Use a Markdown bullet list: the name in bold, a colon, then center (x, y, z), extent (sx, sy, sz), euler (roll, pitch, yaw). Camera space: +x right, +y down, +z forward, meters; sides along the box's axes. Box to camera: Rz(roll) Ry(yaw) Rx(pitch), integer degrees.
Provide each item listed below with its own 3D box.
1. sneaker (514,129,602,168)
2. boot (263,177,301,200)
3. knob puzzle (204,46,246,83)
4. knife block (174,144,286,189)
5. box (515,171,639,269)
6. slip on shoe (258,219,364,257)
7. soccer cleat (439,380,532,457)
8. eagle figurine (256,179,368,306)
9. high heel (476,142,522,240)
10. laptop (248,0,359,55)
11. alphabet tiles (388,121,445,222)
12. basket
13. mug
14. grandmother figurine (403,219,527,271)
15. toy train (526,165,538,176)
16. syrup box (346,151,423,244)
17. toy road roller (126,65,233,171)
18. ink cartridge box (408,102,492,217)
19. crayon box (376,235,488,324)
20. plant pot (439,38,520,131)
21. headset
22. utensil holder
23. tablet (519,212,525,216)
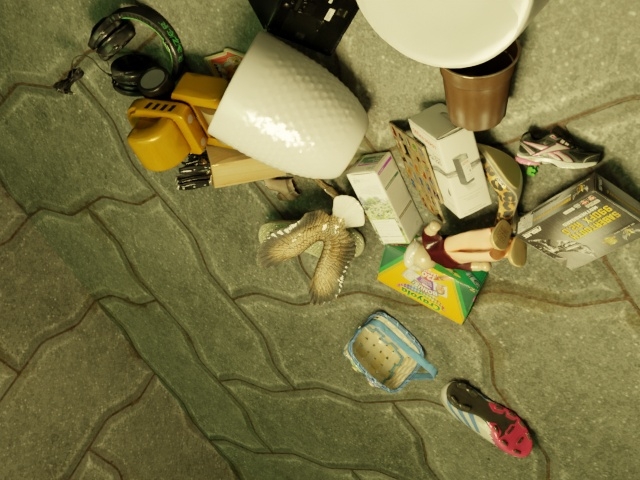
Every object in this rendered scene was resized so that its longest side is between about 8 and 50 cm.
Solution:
- **sneaker**: center (0.506, -0.196, 1.589), extent (0.178, 0.072, 0.077), euler (7, 105, 19)
- **boot**: center (-0.111, -0.165, 2.188), extent (0.087, 0.042, 0.118), euler (-19, 117, 43)
- **knob puzzle**: center (-0.212, -0.425, 1.999), extent (0.213, 0.030, 0.213), euler (23, 141, 20)
- **knife block**: center (-0.266, -0.204, 2.104), extent (0.275, 0.242, 0.088), euler (23, 142, 20)
- **box**: center (0.577, -0.035, 1.646), extent (0.183, 0.056, 0.231), euler (29, 143, -19)
- **slip on shoe**: center (-0.020, -0.009, 2.233), extent (0.331, 0.101, 0.123), euler (5, 96, 23)
- **soccer cleat**: center (0.522, 0.563, 2.374), extent (0.331, 0.116, 0.143), euler (39, 160, 4)
- **eagle figurine**: center (0.003, 0.006, 2.052), extent (0.226, 0.298, 0.225), euler (24, 159, 42)
- **high heel**: center (0.401, -0.103, 1.752), extent (0.261, 0.093, 0.186), euler (44, 142, -12)
- **laptop**: center (-0.045, -0.583, 1.697), extent (0.264, 0.137, 0.234), euler (18, 148, -15)
- **alphabet tiles**: center (0.242, -0.158, 1.808), extent (0.237, 0.009, 0.198), euler (64, 174, -31)
- **basket**: center (0.212, 0.350, 2.317), extent (0.254, 0.201, 0.289), euler (42, 154, -3)
- **mug**: center (-0.079, -0.285, 1.838), extent (0.328, 0.276, 0.374), euler (28, 155, -9)
- **grandmother figurine**: center (0.330, 0.023, 1.841), extent (0.208, 0.104, 0.342), euler (47, 150, -18)
- **toy train**: center (0.477, -0.178, 1.673), extent (0.023, 0.017, 0.083), euler (30, 144, 30)
- **syrup box**: center (0.171, -0.108, 1.949), extent (0.093, 0.096, 0.237), euler (-3, 127, 40)
- **toy road roller**: center (-0.369, -0.304, 2.015), extent (0.329, 0.241, 0.202), euler (11, 152, 22)
- **ink cartridge box**: center (0.296, -0.183, 1.705), extent (0.158, 0.092, 0.218), euler (54, 168, 57)
- **crayon box**: center (0.304, 0.098, 2.067), extent (0.278, 0.081, 0.165), euler (28, 142, 15)
- **plant pot**: center (0.323, -0.325, 1.539), extent (0.167, 0.167, 0.165), euler (19, 147, 25)
- **headset**: center (-0.571, -0.502, 2.099), extent (0.394, 0.185, 0.243), euler (-7, 125, 31)
- **utensil holder**: center (0.263, -0.501, 1.199), extent (0.327, 0.385, 0.328), euler (24, 142, 20)
- **tablet**: center (0.517, -0.038, 1.798), extent (0.083, 0.006, 0.054), euler (17, 138, 27)
